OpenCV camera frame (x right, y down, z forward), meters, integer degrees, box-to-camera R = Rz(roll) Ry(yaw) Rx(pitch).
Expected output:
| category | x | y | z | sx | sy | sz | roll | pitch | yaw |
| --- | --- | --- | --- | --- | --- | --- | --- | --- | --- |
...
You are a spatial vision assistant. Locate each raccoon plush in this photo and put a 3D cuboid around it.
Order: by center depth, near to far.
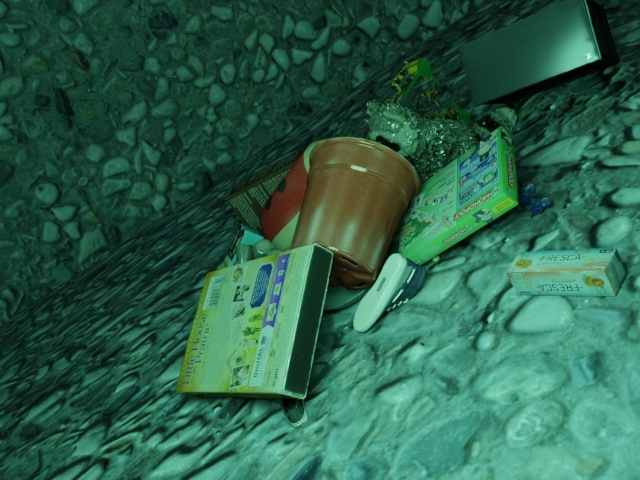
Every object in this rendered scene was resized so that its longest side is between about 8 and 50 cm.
| category | x | y | z | sx | sy | sz | roll | pitch | yaw |
| --- | --- | --- | --- | --- | --- | --- | --- | --- | --- |
| raccoon plush | 0.321 | -0.338 | 1.715 | 0.446 | 0.299 | 0.216 | -43 | 23 | -25 |

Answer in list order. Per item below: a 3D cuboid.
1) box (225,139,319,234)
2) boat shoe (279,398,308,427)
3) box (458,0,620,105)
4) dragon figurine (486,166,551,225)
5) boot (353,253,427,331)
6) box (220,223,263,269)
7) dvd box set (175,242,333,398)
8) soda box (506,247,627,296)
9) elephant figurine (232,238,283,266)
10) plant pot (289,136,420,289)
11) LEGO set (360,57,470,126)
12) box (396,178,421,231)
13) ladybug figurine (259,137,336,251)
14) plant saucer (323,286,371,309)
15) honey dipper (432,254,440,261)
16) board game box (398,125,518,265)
| category | x | y | z | sx | sy | sz | roll | pitch | yaw |
| --- | --- | --- | --- | --- | --- | --- | --- | --- | --- |
| box | -0.126 | -0.181 | 2.166 | 0.382 | 0.191 | 0.143 | -23 | 23 | 24 |
| boat shoe | -0.058 | 0.315 | 1.191 | 0.049 | 0.040 | 0.142 | -35 | 21 | -4 |
| box | 0.620 | -0.524 | 1.704 | 0.343 | 0.178 | 0.313 | -16 | 3 | 35 |
| dragon figurine | 0.382 | -0.091 | 1.384 | 0.289 | 0.085 | 0.144 | -14 | 28 | 39 |
| boot | 0.151 | 0.124 | 1.287 | 0.190 | 0.086 | 0.069 | -59 | 28 | 12 |
| box | -0.254 | 0.079 | 1.801 | 0.244 | 0.060 | 0.100 | -65 | 21 | 6 |
| dvd box set | -0.155 | 0.188 | 1.314 | 0.421 | 0.062 | 0.307 | -17 | 54 | 47 |
| soda box | 0.421 | 0.056 | 1.045 | 0.183 | 0.058 | 0.063 | -4 | 35 | 51 |
| elephant figurine | -0.167 | 0.109 | 1.631 | 0.186 | 0.169 | 0.239 | -14 | -19 | -14 |
| plant pot | 0.061 | -0.047 | 1.374 | 0.273 | 0.272 | 0.265 | -10 | 52 | 47 |
| LEGO set | 0.291 | -0.391 | 1.905 | 0.192 | 0.331 | 0.254 | -4 | 56 | 55 |
| box | 0.148 | -0.063 | 1.595 | 0.275 | 0.113 | 0.094 | -39 | 46 | -19 |
| ladybug figurine | -0.041 | -0.127 | 1.734 | 0.449 | 0.162 | 0.305 | -50 | 4 | 34 |
| plant saucer | 0.066 | 0.113 | 1.459 | 0.195 | 0.037 | 0.195 | -29 | 22 | 13 |
| honey dipper | 0.287 | -0.003 | 1.415 | 0.031 | 0.030 | 0.160 | -17 | 30 | 36 |
| board game box | 0.297 | -0.088 | 1.347 | 0.317 | 0.046 | 0.213 | -38 | 31 | 43 |
